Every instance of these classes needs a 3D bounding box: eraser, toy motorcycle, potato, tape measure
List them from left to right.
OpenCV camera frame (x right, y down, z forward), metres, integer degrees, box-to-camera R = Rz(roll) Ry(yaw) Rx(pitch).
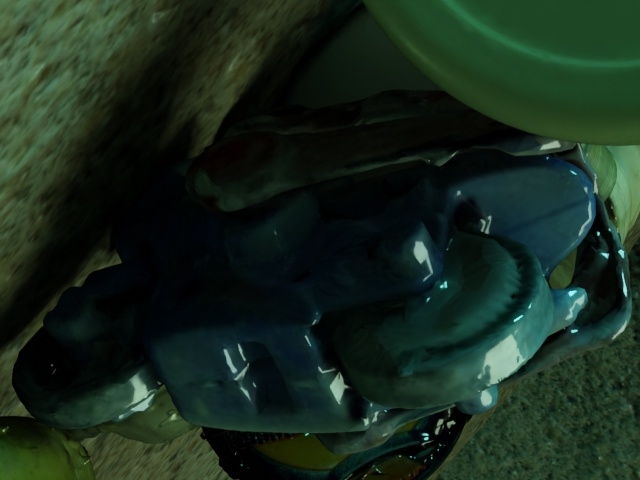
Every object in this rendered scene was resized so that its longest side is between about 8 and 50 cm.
[{"bbox_3d":[-0.192,0.142,1.047,0.117,0.090,0.225,-49,162,11],"label":"potato"},{"bbox_3d":[0.007,0.021,1.071,0.241,0.319,0.182,-24,106,-59],"label":"toy motorcycle"},{"bbox_3d":[0.014,0.084,1.388,0.223,0.202,0.135,-46,165,-10],"label":"tape measure"},{"bbox_3d":[0.081,-0.112,1.342,0.290,0.104,0.189,-37,157,-54],"label":"eraser"}]

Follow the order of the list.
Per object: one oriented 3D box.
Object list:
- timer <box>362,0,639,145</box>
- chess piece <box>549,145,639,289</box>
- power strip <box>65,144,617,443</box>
[{"bbox_3d":[0.190,-0.181,0.997,0.291,0.291,0.315,-56,159,12],"label":"timer"},{"bbox_3d":[0.187,-0.055,1.426,0.137,0.137,0.301,-60,171,31],"label":"chess piece"},{"bbox_3d":[-0.002,0.028,1.213,0.387,0.066,0.092,-29,154,10],"label":"power strip"}]
